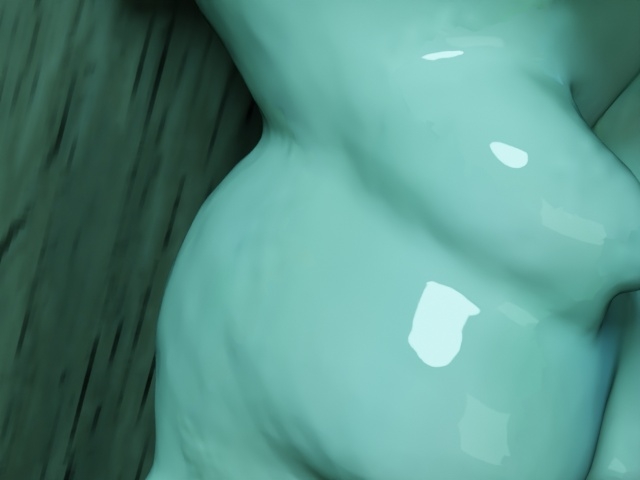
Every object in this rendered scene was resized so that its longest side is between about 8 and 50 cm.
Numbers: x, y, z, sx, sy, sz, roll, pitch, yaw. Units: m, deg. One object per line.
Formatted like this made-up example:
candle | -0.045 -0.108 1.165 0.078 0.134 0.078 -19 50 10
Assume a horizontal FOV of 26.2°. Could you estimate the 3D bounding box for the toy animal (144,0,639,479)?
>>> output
toy animal | 0.009 0.000 0.461 0.196 0.241 0.367 -15 119 -57
